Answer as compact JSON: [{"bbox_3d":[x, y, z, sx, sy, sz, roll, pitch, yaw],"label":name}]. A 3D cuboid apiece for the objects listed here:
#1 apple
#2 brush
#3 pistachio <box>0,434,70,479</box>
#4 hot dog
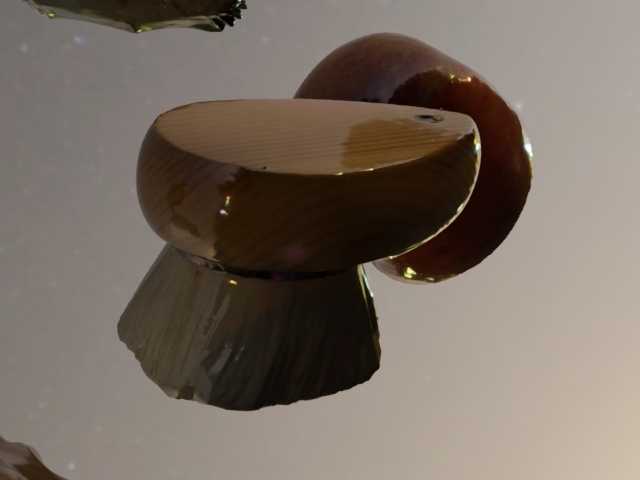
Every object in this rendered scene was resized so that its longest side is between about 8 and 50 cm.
[{"bbox_3d":[0.080,-0.097,1.594,0.251,0.293,0.163,-57,-16,7],"label":"apple"},{"bbox_3d":[0.000,0.000,0.963,0.267,0.174,0.166,-10,-64,-33],"label":"brush"},{"bbox_3d":[-0.187,0.207,0.619,0.213,0.163,0.260,-118,52,-80],"label":"pistachio"},{"bbox_3d":[-0.183,-0.276,1.357,0.082,0.270,0.162,-69,-20,-53],"label":"hot dog"}]
